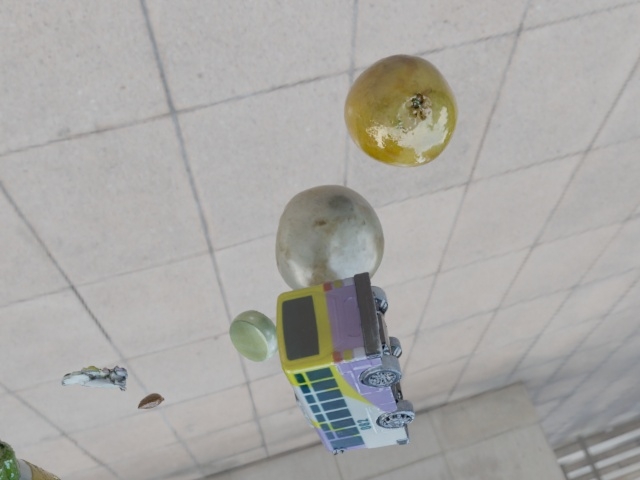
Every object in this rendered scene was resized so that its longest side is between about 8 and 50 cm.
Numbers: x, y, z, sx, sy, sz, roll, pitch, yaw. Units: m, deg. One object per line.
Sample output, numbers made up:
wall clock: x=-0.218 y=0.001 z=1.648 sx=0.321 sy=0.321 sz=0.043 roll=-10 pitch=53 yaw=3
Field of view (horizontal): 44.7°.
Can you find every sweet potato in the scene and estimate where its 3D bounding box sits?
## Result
sweet potato: x=-0.406 y=0.386 z=1.867 sx=0.034 sy=0.034 sz=0.095 roll=-31 pitch=170 yaw=23

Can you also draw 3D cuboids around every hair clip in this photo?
hair clip: x=-0.491 y=0.313 z=1.735 sx=0.172 sy=0.049 sz=0.116 roll=-15 pitch=146 yaw=40

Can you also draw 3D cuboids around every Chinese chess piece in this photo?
Chinese chess piece: x=-0.174 y=0.254 z=2.071 sx=0.058 sy=0.144 sz=0.144 roll=-42 pitch=176 yaw=-45

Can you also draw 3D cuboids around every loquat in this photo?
loquat: x=0.185 y=-0.293 z=1.794 sx=0.263 sy=0.263 sz=0.263 roll=-16 pitch=155 yaw=-8

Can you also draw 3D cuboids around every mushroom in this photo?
mushroom: x=0.000 y=0.000 z=1.975 sx=0.298 sy=0.297 sz=0.290 roll=-4 pitch=-168 yaw=-29

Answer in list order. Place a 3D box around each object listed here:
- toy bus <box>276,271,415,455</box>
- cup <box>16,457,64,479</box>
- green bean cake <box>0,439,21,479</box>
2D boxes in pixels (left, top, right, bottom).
toy bus: x=0.058 y=0.290 z=1.700 sx=0.249 sy=0.209 sz=0.440 roll=-13 pitch=141 yaw=6
cup: x=-0.726 y=0.654 z=1.929 sx=0.185 sy=0.241 sz=0.226 roll=-53 pitch=139 yaw=-22
green bean cake: x=-0.794 y=0.512 z=1.707 sx=0.214 sy=0.200 sz=0.113 roll=18 pitch=131 yaw=16
